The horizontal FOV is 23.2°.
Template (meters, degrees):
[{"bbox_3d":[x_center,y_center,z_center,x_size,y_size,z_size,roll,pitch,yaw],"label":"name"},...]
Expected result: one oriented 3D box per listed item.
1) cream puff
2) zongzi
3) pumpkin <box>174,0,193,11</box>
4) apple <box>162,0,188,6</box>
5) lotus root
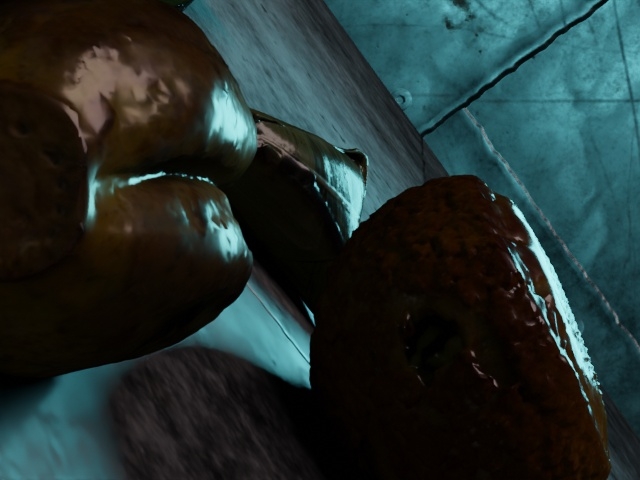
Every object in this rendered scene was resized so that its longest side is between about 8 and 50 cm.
[{"bbox_3d":[0.104,0.106,1.221,0.303,0.212,0.303,63,6,-13],"label":"cream puff"},{"bbox_3d":[-0.033,-0.005,1.351,0.205,0.094,0.204,21,60,-56],"label":"zongzi"},{"bbox_3d":[-0.185,-0.269,1.215,0.233,0.163,0.233,45,24,-26],"label":"pumpkin"},{"bbox_3d":[-0.131,-0.337,0.809,0.473,0.474,0.473,52,11,-14],"label":"apple"},{"bbox_3d":[-0.113,-0.031,0.754,0.193,0.193,0.291,56,10,6],"label":"lotus root"}]
